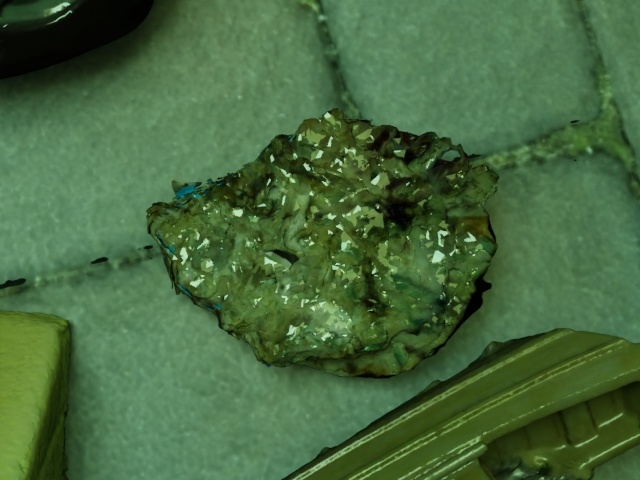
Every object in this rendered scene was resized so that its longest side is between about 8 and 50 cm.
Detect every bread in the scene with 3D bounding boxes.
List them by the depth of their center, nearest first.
[{"bbox_3d":[-0.257,0.119,0.693,0.168,0.264,0.163,2,83,-9],"label":"bread"}]

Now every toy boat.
[{"bbox_3d":[0.059,0.202,0.738,0.446,0.162,0.136,-32,126,-6],"label":"toy boat"}]

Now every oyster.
[{"bbox_3d":[0.000,0.000,0.795,0.260,0.092,0.198,12,89,16],"label":"oyster"}]

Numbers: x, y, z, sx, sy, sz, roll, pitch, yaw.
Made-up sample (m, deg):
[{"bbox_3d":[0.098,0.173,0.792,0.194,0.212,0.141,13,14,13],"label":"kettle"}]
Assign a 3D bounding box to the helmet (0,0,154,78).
[{"bbox_3d":[-0.243,-0.222,0.785,0.306,0.177,0.224,-19,78,1],"label":"helmet"}]
